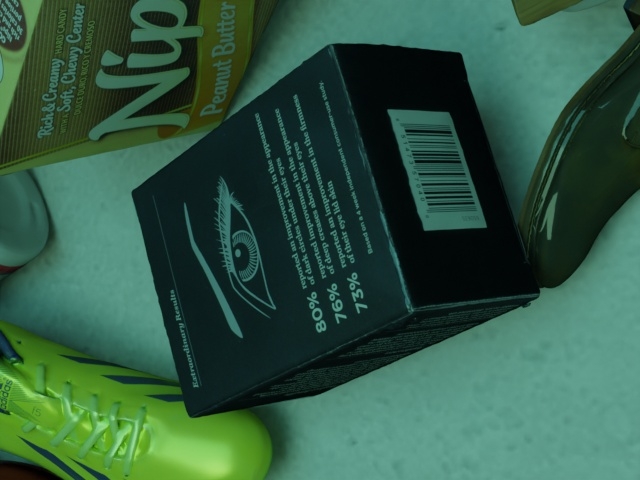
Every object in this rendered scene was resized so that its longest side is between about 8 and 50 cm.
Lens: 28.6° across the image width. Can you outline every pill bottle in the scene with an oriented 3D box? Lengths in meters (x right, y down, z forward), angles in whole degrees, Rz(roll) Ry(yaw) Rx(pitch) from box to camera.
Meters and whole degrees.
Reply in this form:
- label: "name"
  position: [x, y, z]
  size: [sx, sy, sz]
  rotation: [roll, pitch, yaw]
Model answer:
- label: "pill bottle"
  position: [-0.299, 0.009, 0.920]
  size: [0.180, 0.108, 0.108]
  rotation: [-32, 71, 22]

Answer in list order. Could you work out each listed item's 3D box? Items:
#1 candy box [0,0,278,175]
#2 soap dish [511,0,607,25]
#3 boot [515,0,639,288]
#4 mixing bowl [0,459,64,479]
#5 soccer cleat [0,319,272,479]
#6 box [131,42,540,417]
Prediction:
- label: "candy box"
  position: [-0.098, -0.183, 0.723]
  size: [0.087, 0.183, 0.316]
  rotation: [54, 137, 22]
- label: "soap dish"
  position: [0.165, -0.289, 0.672]
  size: [0.229, 0.118, 0.291]
  rotation: [-24, 61, 22]
- label: "boot"
  position: [0.193, -0.054, 0.685]
  size: [0.106, 0.082, 0.219]
  rotation: [30, 97, 29]
- label: "mixing bowl"
  position: [-0.222, 0.224, 0.814]
  size: [0.181, 0.098, 0.181]
  rotation: [2, 70, -4]
- label: "soccer cleat"
  position: [-0.169, 0.112, 0.827]
  size: [0.289, 0.121, 0.093]
  rotation: [13, 73, 28]
- label: "box"
  position: [0.000, 0.000, 0.730]
  size: [0.207, 0.108, 0.153]
  rotation: [-29, 72, 45]
